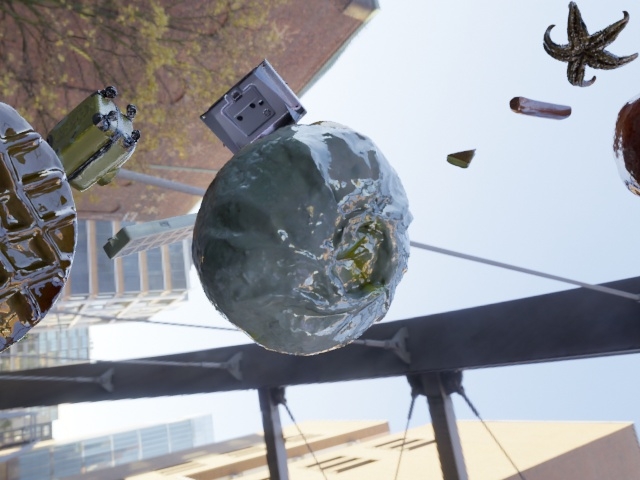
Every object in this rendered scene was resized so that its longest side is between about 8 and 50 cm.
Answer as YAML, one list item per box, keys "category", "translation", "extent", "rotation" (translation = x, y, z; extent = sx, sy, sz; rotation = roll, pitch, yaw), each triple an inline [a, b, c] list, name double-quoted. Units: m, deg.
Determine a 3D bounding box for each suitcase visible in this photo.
- category: "suitcase"
  translation: [-0.559, -0.243, 1.206]
  extent: [0.235, 0.143, 0.193]
  rotation: [-38, -136, 7]

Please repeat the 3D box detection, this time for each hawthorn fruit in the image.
- category: "hawthorn fruit"
  translation: [0.637, -0.201, 0.877]
  extent: [0.205, 0.205, 0.252]
  rotation: [-15, -108, 55]

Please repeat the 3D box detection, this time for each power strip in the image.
- category: "power strip"
  translation: [-0.428, -0.024, 1.347]
  extent: [0.106, 0.367, 0.043]
  rotation: [-35, -96, 28]

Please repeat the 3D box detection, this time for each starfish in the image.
- category: "starfish"
  translation: [0.264, -0.188, 0.474]
  extent: [0.078, 0.091, 0.028]
  rotation: [100, 11, -48]

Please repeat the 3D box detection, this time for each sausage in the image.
- category: "sausage"
  translation: [0.408, -0.244, 0.895]
  extent: [0.030, 0.147, 0.035]
  rotation: [176, -85, -65]

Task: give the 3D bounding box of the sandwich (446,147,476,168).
- category: "sandwich"
  translation: [0.353, -0.198, 1.190]
  extent: [0.030, 0.084, 0.043]
  rotation: [89, -15, -58]

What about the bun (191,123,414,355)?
- category: "bun"
  translation: [0.000, 0.000, 0.721]
  extent: [0.211, 0.362, 0.361]
  rotation: [5, -87, 55]

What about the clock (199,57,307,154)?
- category: "clock"
  translation: [-0.184, -0.344, 1.331]
  extent: [0.253, 0.186, 0.083]
  rotation: [-38, -155, 13]

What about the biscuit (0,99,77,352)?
- category: "biscuit"
  translation: [-0.409, -0.015, 0.484]
  extent: [0.103, 0.332, 0.331]
  rotation: [-6, -96, 35]

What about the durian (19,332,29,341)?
- category: "durian"
  translation: [-0.686, 0.168, 1.030]
  extent: [0.216, 0.100, 0.086]
  rotation: [15, -72, 41]

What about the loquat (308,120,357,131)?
- category: "loquat"
  translation: [0.040, -0.267, 1.614]
  extent: [0.275, 0.275, 0.274]
  rotation: [-1, -91, 56]
